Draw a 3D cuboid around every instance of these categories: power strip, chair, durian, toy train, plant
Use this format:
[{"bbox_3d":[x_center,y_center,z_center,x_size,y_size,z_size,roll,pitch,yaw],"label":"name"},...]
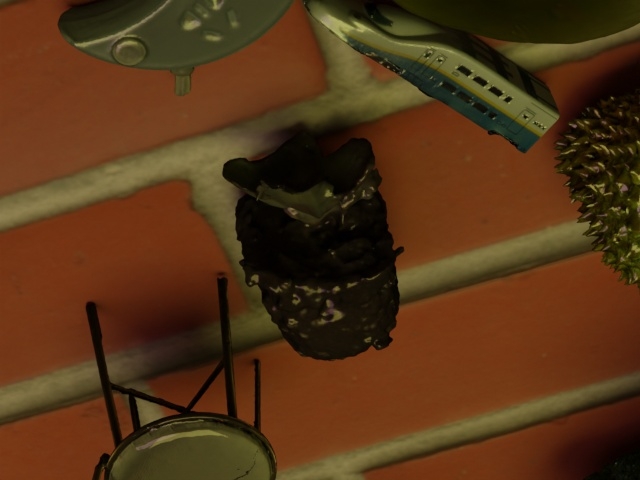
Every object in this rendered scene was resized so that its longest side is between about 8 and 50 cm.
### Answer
[{"bbox_3d":[-0.092,-0.210,1.346,0.168,0.054,0.253,11,128,-17],"label":"power strip"},{"bbox_3d":[-0.120,0.200,1.527,0.170,0.325,0.159,-14,132,4],"label":"chair"},{"bbox_3d":[0.321,-0.038,1.498,0.237,0.176,0.200,3,152,-26],"label":"durian"},{"bbox_3d":[0.088,-0.147,1.435,0.234,0.052,0.051,29,118,-30],"label":"toy train"},{"bbox_3d":[0.000,0.000,1.499,0.142,0.131,0.203,-16,131,10],"label":"plant"}]

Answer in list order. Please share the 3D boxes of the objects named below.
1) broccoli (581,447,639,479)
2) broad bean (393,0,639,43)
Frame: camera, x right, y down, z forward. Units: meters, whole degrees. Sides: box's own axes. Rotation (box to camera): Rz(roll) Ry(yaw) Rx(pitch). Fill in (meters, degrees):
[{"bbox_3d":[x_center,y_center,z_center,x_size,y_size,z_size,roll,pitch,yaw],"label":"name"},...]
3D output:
[{"bbox_3d":[0.329,0.330,1.801,0.270,0.270,0.270,19,159,-24],"label":"broccoli"},{"bbox_3d":[0.138,-0.235,1.304,0.291,0.119,0.238,16,144,-19],"label":"broad bean"}]
